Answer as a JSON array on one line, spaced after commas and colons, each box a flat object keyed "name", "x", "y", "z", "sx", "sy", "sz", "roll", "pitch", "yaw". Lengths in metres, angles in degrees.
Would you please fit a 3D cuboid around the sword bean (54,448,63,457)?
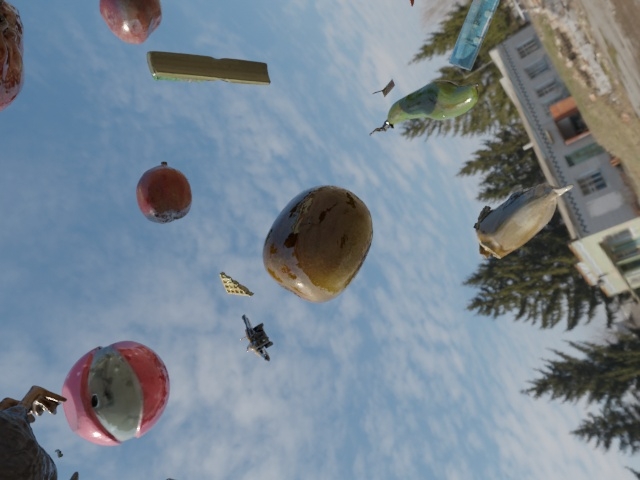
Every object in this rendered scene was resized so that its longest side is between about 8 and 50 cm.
[{"name": "sword bean", "x": -0.603, "y": 0.488, "z": 1.068, "sx": 0.012, "sy": 0.083, "sz": 0.012, "roll": 10, "pitch": -109, "yaw": -32}]

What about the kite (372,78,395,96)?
[{"name": "kite", "x": 0.141, "y": -0.331, "z": 1.005, "sx": 0.002, "sy": 0.044, "sz": 0.078, "roll": 43, "pitch": -152, "yaw": 18}]

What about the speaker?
[{"name": "speaker", "x": -0.589, "y": 0.443, "z": 1.368, "sx": 0.294, "sy": 0.294, "sz": 0.295, "roll": 36, "pitch": -140, "yaw": -37}]

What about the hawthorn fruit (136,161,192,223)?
[{"name": "hawthorn fruit", "x": -0.475, "y": -0.147, "z": 1.400, "sx": 0.169, "sy": 0.169, "sz": 0.188, "roll": 2, "pitch": -111, "yaw": -56}]

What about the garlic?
[{"name": "garlic", "x": 0.285, "y": -0.030, "z": 0.653, "sx": 0.066, "sy": 0.152, "sz": 0.084, "roll": 35, "pitch": -154, "yaw": -20}]

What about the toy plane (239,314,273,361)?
[{"name": "toy plane", "x": -0.225, "y": 0.358, "z": 1.667, "sx": 0.102, "sy": 0.316, "sz": 0.204, "roll": -29, "pitch": -92, "yaw": -16}]

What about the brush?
[{"name": "brush", "x": -0.232, "y": -0.363, "z": 0.998, "sx": 0.282, "sy": 0.048, "sz": 0.054, "roll": -12, "pitch": -90, "yaw": -39}]

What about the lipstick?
[{"name": "lipstick", "x": 0.297, "y": -0.411, "z": 0.883, "sx": 0.048, "sy": 0.158, "sz": 0.048, "roll": 17, "pitch": -159, "yaw": -7}]

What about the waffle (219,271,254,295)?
[{"name": "waffle", "x": -0.328, "y": 0.171, "z": 1.811, "sx": 0.023, "sy": 0.152, "sz": 0.098, "roll": -36, "pitch": -62, "yaw": -43}]

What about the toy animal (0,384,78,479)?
[{"name": "toy animal", "x": -0.458, "y": 0.298, "z": 0.675, "sx": 0.185, "sy": 0.122, "sz": 0.298, "roll": -105, "pitch": -5, "yaw": -53}]

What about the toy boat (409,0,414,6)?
[{"name": "toy boat", "x": 0.059, "y": -0.402, "z": 0.607, "sx": 0.318, "sy": 0.071, "sz": 0.219, "roll": 48, "pitch": -121, "yaw": -57}]

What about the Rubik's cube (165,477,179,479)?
[{"name": "Rubik's cube", "x": -0.390, "y": 0.784, "z": 1.214, "sx": 0.205, "sy": 0.207, "sz": 0.205, "roll": 54, "pitch": -179, "yaw": 41}]

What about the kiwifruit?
[{"name": "kiwifruit", "x": 0.000, "y": 0.000, "z": 0.899, "sx": 0.196, "sy": 0.196, "sz": 0.234, "roll": 45, "pitch": -107, "yaw": -26}]

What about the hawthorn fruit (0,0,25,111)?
[{"name": "hawthorn fruit", "x": -0.504, "y": -0.247, "z": 0.534, "sx": 0.242, "sy": 0.271, "sz": 0.242, "roll": 165, "pitch": 90, "yaw": -86}]

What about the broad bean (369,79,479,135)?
[{"name": "broad bean", "x": 0.216, "y": -0.283, "z": 0.982, "sx": 0.067, "sy": 0.325, "sz": 0.075, "roll": 1, "pitch": -88, "yaw": -25}]

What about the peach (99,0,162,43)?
[{"name": "peach", "x": -0.476, "y": -0.587, "z": 1.172, "sx": 0.152, "sy": 0.152, "sz": 0.152, "roll": 36, "pitch": -140, "yaw": -37}]
